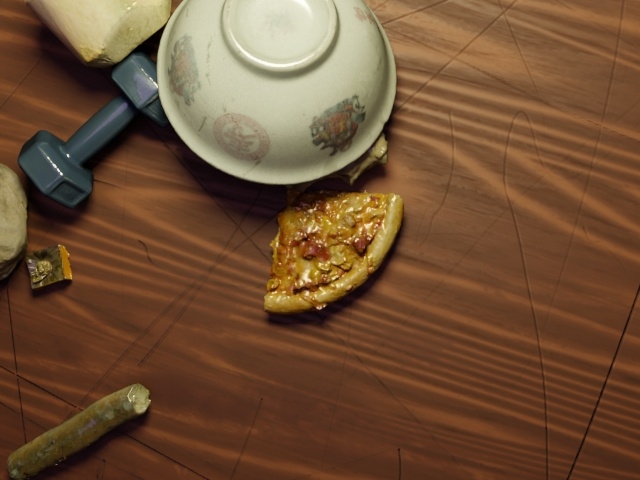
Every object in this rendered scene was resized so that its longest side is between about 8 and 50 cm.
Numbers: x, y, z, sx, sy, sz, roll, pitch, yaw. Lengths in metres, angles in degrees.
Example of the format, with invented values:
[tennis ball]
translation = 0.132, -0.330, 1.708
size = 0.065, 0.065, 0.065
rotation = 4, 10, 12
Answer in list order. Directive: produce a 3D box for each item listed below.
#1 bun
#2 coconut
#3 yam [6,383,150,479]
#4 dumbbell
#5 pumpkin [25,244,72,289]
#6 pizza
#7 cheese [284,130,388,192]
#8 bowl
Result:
[bun]
translation = -0.688, -0.039, 1.488
size = 0.281, 0.205, 0.282
rotation = 0, 91, 5
[coconut]
translation = -0.403, -0.454, 1.396
size = 0.239, 0.239, 0.244
rotation = -35, 121, 7
[yam]
translation = -0.476, 0.376, 1.551
size = 0.317, 0.067, 0.071
rotation = -30, 103, 8
[dumbbell]
translation = -0.408, -0.210, 1.480
size = 0.316, 0.156, 0.143
rotation = -40, 118, 7
[pumpkin]
translation = -0.537, 0.052, 1.551
size = 0.083, 0.054, 0.074
rotation = -17, 86, 12
[pizza]
translation = 0.000, 0.000, 1.475
size = 0.335, 0.086, 0.226
rotation = -39, 88, 8
[cheese]
translation = 0.009, -0.171, 1.449
size = 0.202, 0.091, 0.175
rotation = -32, 84, -2
[bowl]
translation = -0.069, -0.326, 1.325
size = 0.434, 0.196, 0.435
rotation = 1, 77, -5
